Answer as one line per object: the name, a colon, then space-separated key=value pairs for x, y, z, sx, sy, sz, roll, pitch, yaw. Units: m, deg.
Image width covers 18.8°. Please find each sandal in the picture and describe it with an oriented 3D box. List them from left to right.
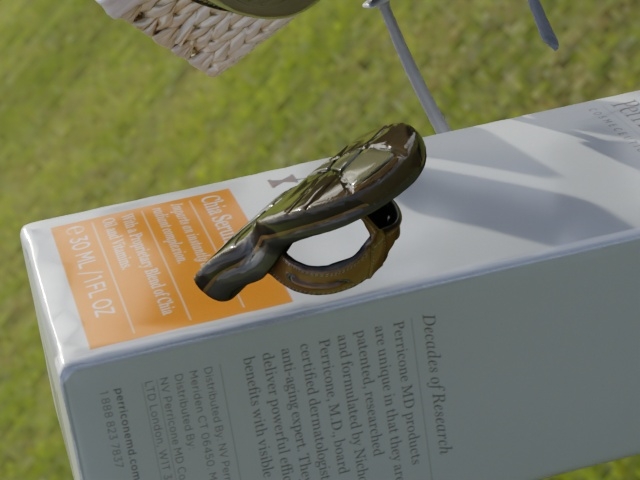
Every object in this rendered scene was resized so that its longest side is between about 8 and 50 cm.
sandal: x=0.000 y=0.000 z=0.988 sx=0.090 sy=0.060 sz=0.219 roll=-41 pitch=4 yaw=-31

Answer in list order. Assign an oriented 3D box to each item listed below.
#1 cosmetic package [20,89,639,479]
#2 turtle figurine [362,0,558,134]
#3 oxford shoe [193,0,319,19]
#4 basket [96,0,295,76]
cosmetic package: x=0.050 y=0.051 z=1.259 sx=0.453 sy=0.161 sz=0.230 roll=-13 pitch=25 yaw=-11
turtle figurine: x=0.052 y=-0.234 z=1.318 sx=0.198 sy=0.266 sz=0.275 roll=-137 pitch=70 yaw=-80
oxford shoe: x=0.007 y=-0.158 z=0.852 sx=0.140 sy=0.146 sz=0.397 roll=-56 pitch=-4 yaw=-6
basket: x=-0.052 y=-0.201 z=1.255 sx=0.167 sy=0.103 sz=0.113 roll=-32 pitch=36 yaw=32
